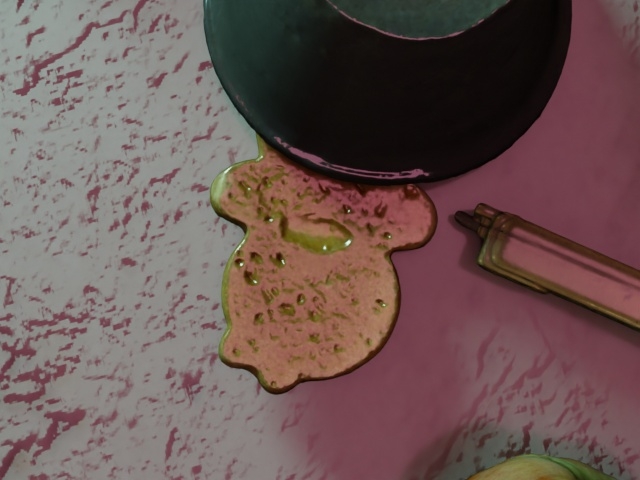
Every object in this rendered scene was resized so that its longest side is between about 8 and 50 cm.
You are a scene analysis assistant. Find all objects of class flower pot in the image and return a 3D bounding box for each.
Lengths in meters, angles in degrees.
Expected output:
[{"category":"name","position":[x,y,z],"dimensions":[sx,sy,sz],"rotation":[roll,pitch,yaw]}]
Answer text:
[{"category":"flower pot","position":[0.055,-0.181,0.856],"dimensions":[0.269,0.166,0.269],"rotation":[1,79,-5]}]

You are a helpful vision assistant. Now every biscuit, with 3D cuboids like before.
[{"category":"biscuit","position":[0.000,0.000,0.922],"dimensions":[0.166,0.036,0.225],"rotation":[6,82,-4]}]

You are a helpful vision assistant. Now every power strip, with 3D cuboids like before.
[{"category":"power strip","position":[0.230,0.048,0.896],"dimensions":[0.305,0.064,0.044],"rotation":[25,90,11]}]

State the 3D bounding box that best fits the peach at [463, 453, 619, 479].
[{"category":"peach","position":[0.161,0.273,0.831],"dimensions":[0.232,0.232,0.257],"rotation":[16,89,-1]}]
